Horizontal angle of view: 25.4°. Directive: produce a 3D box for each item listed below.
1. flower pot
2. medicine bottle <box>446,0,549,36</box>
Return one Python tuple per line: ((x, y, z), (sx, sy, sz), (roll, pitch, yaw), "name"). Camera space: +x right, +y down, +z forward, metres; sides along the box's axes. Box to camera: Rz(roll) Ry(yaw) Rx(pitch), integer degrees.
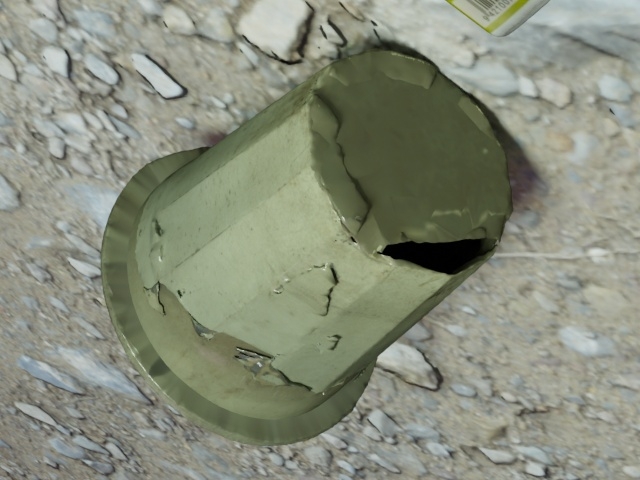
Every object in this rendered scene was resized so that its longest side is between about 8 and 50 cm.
((0.000, 0.000, 0.865), (0.212, 0.212, 0.202), (37, 142, -15), "flower pot")
((0.042, -0.193, 0.583), (0.188, 0.132, 0.088), (35, 151, -8), "medicine bottle")
